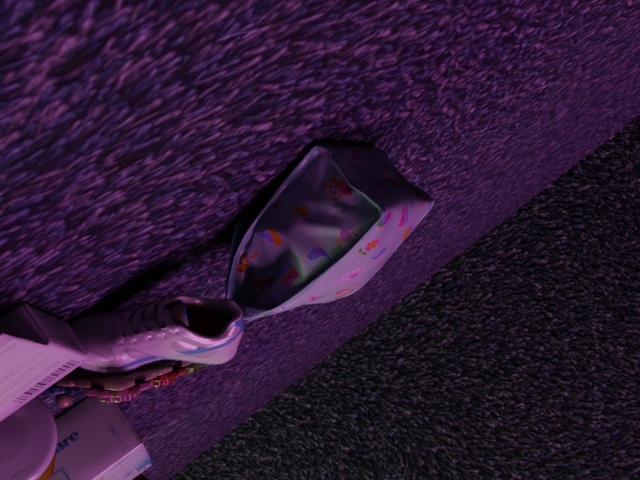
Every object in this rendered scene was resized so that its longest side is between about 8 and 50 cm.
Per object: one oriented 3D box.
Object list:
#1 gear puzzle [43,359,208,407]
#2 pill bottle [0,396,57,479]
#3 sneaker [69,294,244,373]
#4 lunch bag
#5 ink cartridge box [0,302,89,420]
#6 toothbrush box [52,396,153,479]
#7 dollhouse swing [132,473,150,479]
[{"bbox_3d":[-0.244,0.182,1.284,0.175,0.044,0.339,-1,-175,27],"label":"gear puzzle"},{"bbox_3d":[-0.428,0.295,1.206,0.136,0.136,0.245,-29,166,-29],"label":"pill bottle"},{"bbox_3d":[-0.211,0.111,1.143,0.229,0.087,0.092,-3,145,-20],"label":"sneaker"},{"bbox_3d":[0.000,0.000,1.240,0.262,0.160,0.223,-48,165,22],"label":"lunch bag"},{"bbox_3d":[-0.422,0.177,0.958,0.296,0.066,0.261,-36,167,-5],"label":"ink cartridge box"},{"bbox_3d":[-0.426,0.396,1.590,0.216,0.126,0.295,-35,166,-18],"label":"toothbrush box"},{"bbox_3d":[-0.535,0.650,1.903,0.305,0.315,0.347,-58,165,5],"label":"dollhouse swing"}]
